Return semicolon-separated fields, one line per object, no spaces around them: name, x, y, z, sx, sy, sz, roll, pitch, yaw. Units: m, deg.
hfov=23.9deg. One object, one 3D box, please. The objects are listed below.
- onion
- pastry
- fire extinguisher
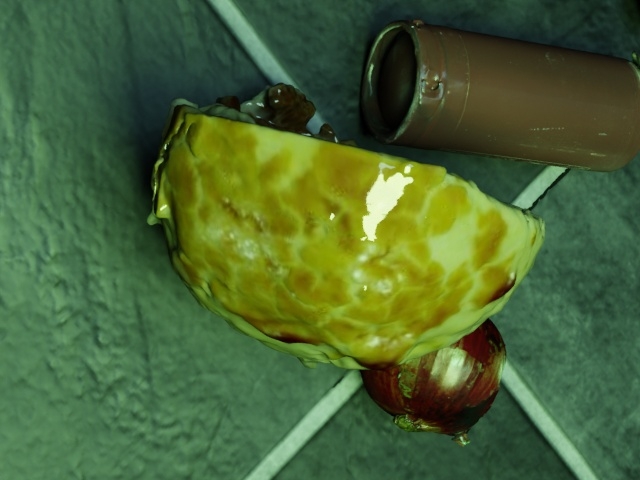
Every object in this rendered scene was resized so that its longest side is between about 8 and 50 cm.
onion;0.079;0.091;1.112;0.118;0.117;0.119;7;64;-15
pastry;0.005;0.003;0.993;0.256;0.237;0.170;23;97;9
fire extinguisher;0.169;-0.110;1.165;0.269;0.105;0.105;5;89;-25
